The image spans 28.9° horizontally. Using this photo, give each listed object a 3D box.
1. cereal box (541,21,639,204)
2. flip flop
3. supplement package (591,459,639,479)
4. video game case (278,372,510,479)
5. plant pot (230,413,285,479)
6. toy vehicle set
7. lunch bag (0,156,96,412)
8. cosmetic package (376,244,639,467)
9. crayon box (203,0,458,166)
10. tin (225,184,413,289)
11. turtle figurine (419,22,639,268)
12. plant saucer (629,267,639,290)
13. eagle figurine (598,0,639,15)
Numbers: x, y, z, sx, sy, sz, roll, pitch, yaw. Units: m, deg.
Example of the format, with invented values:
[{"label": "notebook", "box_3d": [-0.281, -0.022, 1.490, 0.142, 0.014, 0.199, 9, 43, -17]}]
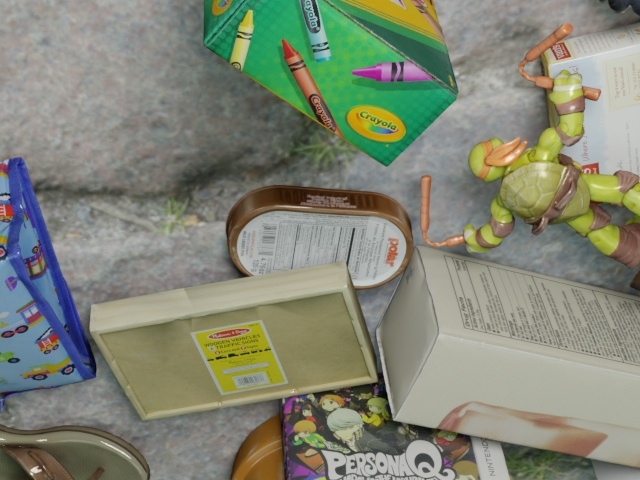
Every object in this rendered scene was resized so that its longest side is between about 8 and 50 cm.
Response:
[{"label": "cereal box", "box_3d": [0.336, -0.129, 1.168, 0.240, 0.047, 0.173, -11, 128, 5]}, {"label": "flip flop", "box_3d": [-0.330, 0.257, 1.379, 0.277, 0.080, 0.112, 14, 125, -16]}, {"label": "supplement package", "box_3d": [0.471, 0.271, 1.393, 0.263, 0.198, 0.199, 30, 120, -25]}, {"label": "video game case", "box_3d": [0.076, 0.222, 1.311, 0.232, 0.210, 0.041, 0, 126, -5]}, {"label": "plant pot", "box_3d": [-0.006, 0.317, 1.359, 0.205, 0.188, 0.205, 1, 113, 3]}, {"label": "toy vehicle set", "box_3d": [-0.085, 0.109, 1.292, 0.267, 0.035, 0.166, -10, 137, 7]}, {"label": "lunch bag", "box_3d": [-0.360, 0.083, 1.228, 0.221, 0.138, 0.293, -11, 137, 0]}, {"label": "cosmetic package", "box_3d": [0.222, 0.123, 1.287, 0.296, 0.153, 0.129, 14, 124, -14]}, {"label": "crayon box", "box_3d": [0.000, -0.197, 0.939, 0.165, 0.278, 0.081, 31, 120, -26]}, {"label": "tin", "box_3d": [0.000, 0.000, 1.244, 0.190, 0.040, 0.106, 3, 131, -8]}, {"label": "turtle figurine", "box_3d": [0.225, -0.056, 1.132, 0.217, 0.087, 0.269, 18, 127, -14]}, {"label": "plant saucer", "box_3d": [0.392, -0.001, 1.205, 0.199, 0.036, 0.198, -30, 160, -12]}, {"label": "eagle figurine", "box_3d": [0.341, -0.318, 0.968, 0.226, 0.225, 0.298, 40, 159, 13]}]
